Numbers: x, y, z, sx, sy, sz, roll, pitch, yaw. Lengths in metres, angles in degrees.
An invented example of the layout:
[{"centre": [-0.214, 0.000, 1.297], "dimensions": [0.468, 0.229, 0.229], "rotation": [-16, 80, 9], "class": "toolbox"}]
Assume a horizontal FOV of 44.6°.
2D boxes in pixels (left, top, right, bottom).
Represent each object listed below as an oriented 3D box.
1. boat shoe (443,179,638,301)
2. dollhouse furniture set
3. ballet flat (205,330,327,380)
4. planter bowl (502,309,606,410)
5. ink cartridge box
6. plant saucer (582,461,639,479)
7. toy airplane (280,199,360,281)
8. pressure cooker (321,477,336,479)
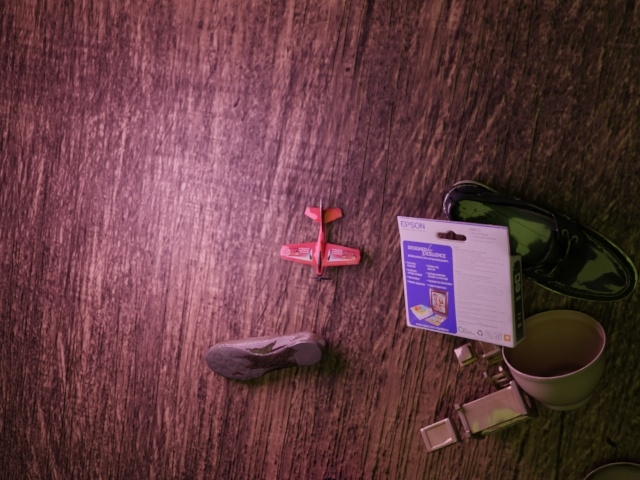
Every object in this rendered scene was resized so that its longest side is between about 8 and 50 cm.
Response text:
[{"centre": [0.351, 0.005, 1.261], "dimensions": [0.340, 0.113, 0.127], "rotation": [34, 105, 10], "class": "boat shoe"}, {"centre": [0.257, 0.261, 1.355], "dimensions": [0.181, 0.101, 0.161], "rotation": [-27, 64, 19], "class": "dollhouse furniture set"}, {"centre": [-0.101, 0.207, 1.460], "dimensions": [0.249, 0.058, 0.084], "rotation": [-13, 115, 23], "class": "ballet flat"}, {"centre": [0.389, 0.206, 1.267], "dimensions": [0.162, 0.162, 0.109], "rotation": [-14, 119, 18], "class": "planter bowl"}, {"centre": [0.230, 0.060, 1.286], "dimensions": [0.206, 0.045, 0.208], "rotation": [8, 115, 38], "class": "ink cartridge box"}, {"centre": [0.516, 0.450, 1.316], "dimensions": [0.168, 0.029, 0.169], "rotation": [2, 98, 17], "class": "plant saucer"}, {"centre": [0.000, 0.000, 1.410], "dimensions": [0.151, 0.028, 0.151], "rotation": [2, 98, 15], "class": "toy airplane"}, {"centre": [-0.043, 0.660, 1.306], "dimensions": [0.375, 0.369, 0.421], "rotation": [-36, 76, 46], "class": "pressure cooker"}]
